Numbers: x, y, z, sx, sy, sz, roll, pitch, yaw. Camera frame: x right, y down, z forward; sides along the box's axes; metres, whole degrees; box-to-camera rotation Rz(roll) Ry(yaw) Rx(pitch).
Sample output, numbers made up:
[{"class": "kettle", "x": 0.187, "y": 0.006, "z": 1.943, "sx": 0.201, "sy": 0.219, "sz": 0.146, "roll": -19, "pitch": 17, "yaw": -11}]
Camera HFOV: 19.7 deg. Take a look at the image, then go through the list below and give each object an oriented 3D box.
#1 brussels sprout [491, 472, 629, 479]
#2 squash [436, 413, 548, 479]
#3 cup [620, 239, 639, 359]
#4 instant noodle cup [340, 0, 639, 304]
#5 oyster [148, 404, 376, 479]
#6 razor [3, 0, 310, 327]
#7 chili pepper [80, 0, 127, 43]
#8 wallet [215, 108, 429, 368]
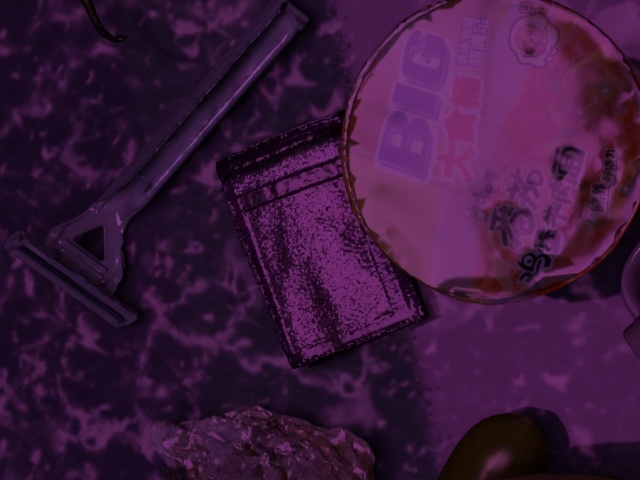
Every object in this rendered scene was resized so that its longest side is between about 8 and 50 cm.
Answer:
[{"class": "brussels sprout", "x": 0.161, "y": 0.279, "z": 1.172, "sx": 0.294, "sy": 0.227, "sz": 0.259, "roll": 34, "pitch": 104, "yaw": -5}, {"class": "squash", "x": 0.097, "y": 0.208, "z": 1.286, "sx": 0.066, "sy": 0.066, "sz": 0.201, "roll": 31, "pitch": 105, "yaw": 17}, {"class": "cup", "x": 0.289, "y": 0.049, "z": 1.203, "sx": 0.134, "sy": 0.173, "sz": 0.142, "roll": 39, "pitch": 101, "yaw": -16}, {"class": "instant noodle cup", "x": 0.132, "y": -0.054, "z": 1.232, "sx": 0.205, "sy": 0.153, "sz": 0.205, "roll": -1, "pitch": 86, "yaw": 19}, {"class": "oyster", "x": -0.038, "y": 0.182, "z": 1.334, "sx": 0.177, "sy": 0.064, "sz": 0.125, "roll": -2, "pitch": 84, "yaw": 17}, {"class": "razor", "x": -0.107, "y": -0.071, "z": 1.371, "sx": 0.111, "sy": 0.056, "sz": 0.278, "roll": 38, "pitch": 95, "yaw": -22}, {"class": "chili pepper", "x": -0.185, "y": -0.281, "z": 1.392, "sx": 0.122, "sy": 0.065, "sz": 0.279, "roll": 0, "pitch": 85, "yaw": 23}, {"class": "wallet", "x": 0.000, "y": 0.000, "z": 1.330, "sx": 0.111, "sy": 0.030, "sz": 0.166, "roll": -22, "pitch": 84, "yaw": 7}]
